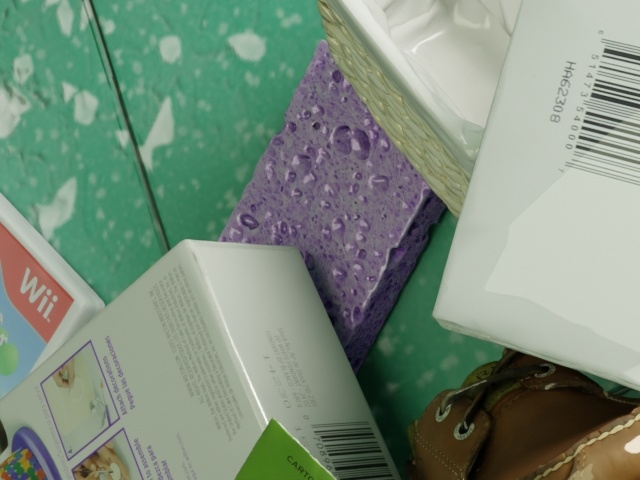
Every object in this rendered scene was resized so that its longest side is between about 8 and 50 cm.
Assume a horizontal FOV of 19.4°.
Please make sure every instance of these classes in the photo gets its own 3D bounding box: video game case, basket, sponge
[{"bbox_3d":[-0.282,0.096,1.283,0.204,0.025,0.285,43,107,31],"label":"video game case"},{"bbox_3d":[0.081,-0.100,0.996,0.113,0.103,0.167,-31,64,-11],"label":"basket"},{"bbox_3d":[0.000,0.000,1.100,0.117,0.031,0.210,35,103,33],"label":"sponge"}]

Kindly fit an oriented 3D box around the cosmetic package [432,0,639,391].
[{"bbox_3d":[0.188,-0.042,0.860,0.138,0.225,0.224,18,94,31],"label":"cosmetic package"}]

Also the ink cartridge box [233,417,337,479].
[{"bbox_3d":[-0.036,0.235,0.875,0.189,0.097,0.255,45,133,16],"label":"ink cartridge box"}]

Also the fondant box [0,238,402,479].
[{"bbox_3d":[-0.102,0.185,1.081,0.330,0.096,0.238,-39,64,32],"label":"fondant box"}]

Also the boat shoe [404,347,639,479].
[{"bbox_3d":[0.088,0.106,0.872,0.111,0.307,0.104,-24,81,-14],"label":"boat shoe"}]
